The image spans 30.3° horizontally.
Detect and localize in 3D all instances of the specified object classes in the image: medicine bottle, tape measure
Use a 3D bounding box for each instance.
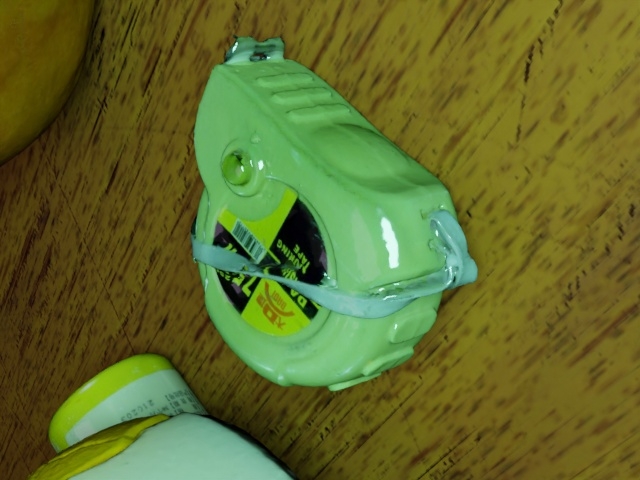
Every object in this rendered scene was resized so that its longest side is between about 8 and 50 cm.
[{"bbox_3d":[-0.120,0.207,0.973,0.212,0.122,0.122,51,142,16],"label":"medicine bottle"},{"bbox_3d":[0.000,0.000,0.719,0.200,0.106,0.175,39,123,27],"label":"tape measure"}]

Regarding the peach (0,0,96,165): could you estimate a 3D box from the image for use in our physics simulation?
[{"bbox_3d":[-0.339,-0.178,0.839,0.342,0.301,0.343,21,130,27],"label":"peach"}]

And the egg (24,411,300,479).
[{"bbox_3d":[-0.131,0.286,0.786,0.337,0.201,0.337,19,117,42],"label":"egg"}]
